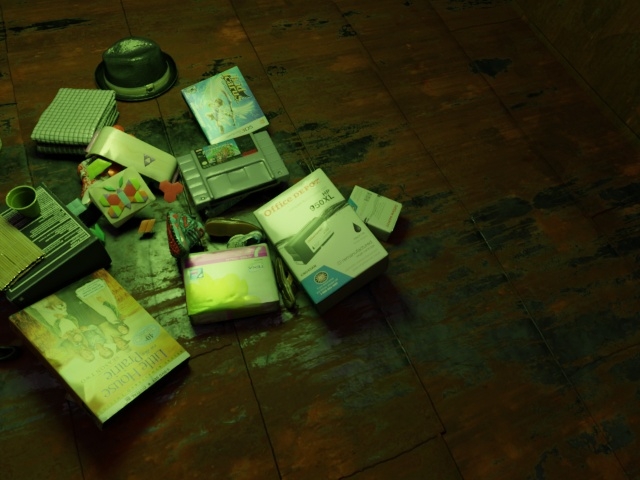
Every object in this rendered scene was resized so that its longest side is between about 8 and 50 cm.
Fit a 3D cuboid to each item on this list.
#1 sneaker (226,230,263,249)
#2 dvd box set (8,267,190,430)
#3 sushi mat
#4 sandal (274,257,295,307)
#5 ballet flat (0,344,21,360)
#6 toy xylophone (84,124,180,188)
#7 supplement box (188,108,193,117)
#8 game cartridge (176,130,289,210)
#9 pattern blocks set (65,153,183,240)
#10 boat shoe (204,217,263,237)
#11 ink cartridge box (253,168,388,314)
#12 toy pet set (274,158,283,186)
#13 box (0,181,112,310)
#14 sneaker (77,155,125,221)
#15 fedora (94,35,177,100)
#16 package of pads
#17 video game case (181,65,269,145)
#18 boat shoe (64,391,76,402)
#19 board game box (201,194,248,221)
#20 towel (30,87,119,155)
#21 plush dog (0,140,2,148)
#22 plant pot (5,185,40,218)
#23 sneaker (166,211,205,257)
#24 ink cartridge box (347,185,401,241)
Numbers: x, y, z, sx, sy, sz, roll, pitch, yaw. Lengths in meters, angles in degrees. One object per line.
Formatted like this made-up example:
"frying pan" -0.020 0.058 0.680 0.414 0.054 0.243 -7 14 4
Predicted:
"sneaker" -0.263 0.007 1.681 0.135 0.052 0.058 -22 27 10
"dvd box set" -0.638 0.297 1.436 0.420 0.062 0.307 40 45 15
"sushi mat" -0.962 0.002 1.424 0.316 0.019 0.151 36 64 13
"sandal" -0.114 0.142 1.652 0.049 0.072 0.180 -9 63 -31
"ballet flat" -0.967 0.328 1.428 0.173 0.049 0.058 -6 61 -12
"toy xylophone" -0.662 -0.261 1.718 0.322 0.081 0.236 33 61 -19
"supplement box" -0.419 -0.556 1.997 0.233 0.080 0.078 -7 63 -10
"game cartridge" -0.319 -0.264 1.780 0.354 0.068 0.230 -21 70 -16
"pattern blocks set" -0.656 -0.146 1.634 0.325 0.026 0.285 -46 110 -2
"boat shoe" -0.301 -0.044 1.726 0.206 0.073 0.073 13 20 -8
"ink cartridge box" 0.000 0.000 1.655 0.285 0.166 0.395 -34 69 -7
"toy pet set" -0.200 -0.275 1.892 0.122 0.065 0.114 24 95 9
"box" -0.881 0.033 1.531 0.294 0.183 0.296 40 64 16
"sneaker" -0.806 -0.189 1.725 0.144 0.090 0.270 21 56 5
"fedora" -0.760 -0.726 1.999 0.333 0.153 0.334 4 60 -6
"package of pads" -0.293 0.143 1.602 0.296 0.101 0.229 -9 62 -13
"video game case" -0.371 -0.512 1.921 0.244 0.061 0.270 -29 89 -15
"boat shoe" -0.671 0.397 1.432 0.059 0.063 0.170 37 51 -14
"board game box" -0.369 -0.190 1.805 0.194 0.060 0.194 -23 66 -20
"towel" -0.903 -0.438 1.832 0.234 0.121 0.284 3 54 2
"plush dog" -1.246 -0.356 1.714 0.225 0.210 0.263 9 56 -30
"plant pot" -0.875 -0.106 1.461 0.083 0.079 0.083 3 60 -5
"sneaker" -0.443 -0.030 1.631 0.125 0.104 0.262 -3 29 -20
"ink cartridge box" 0.187 -0.100 1.823 0.190 0.082 0.140 24 61 4
